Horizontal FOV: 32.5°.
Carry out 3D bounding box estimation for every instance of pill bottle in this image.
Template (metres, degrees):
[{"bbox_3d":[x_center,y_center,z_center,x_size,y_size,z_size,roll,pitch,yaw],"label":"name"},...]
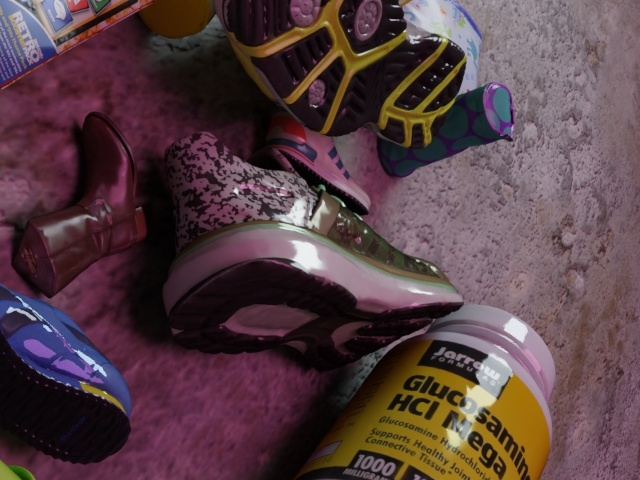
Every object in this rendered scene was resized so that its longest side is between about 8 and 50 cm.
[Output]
[{"bbox_3d":[0.100,0.203,0.999,0.334,0.187,0.188,-48,124,-49],"label":"pill bottle"}]

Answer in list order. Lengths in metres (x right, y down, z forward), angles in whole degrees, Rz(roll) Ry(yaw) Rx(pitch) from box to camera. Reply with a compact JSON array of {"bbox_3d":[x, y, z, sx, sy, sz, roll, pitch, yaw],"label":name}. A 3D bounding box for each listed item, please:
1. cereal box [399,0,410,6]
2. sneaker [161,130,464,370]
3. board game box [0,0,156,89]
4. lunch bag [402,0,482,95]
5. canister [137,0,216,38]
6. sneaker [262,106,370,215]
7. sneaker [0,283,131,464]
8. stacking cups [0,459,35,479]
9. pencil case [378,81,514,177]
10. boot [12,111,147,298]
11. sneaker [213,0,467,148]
[{"bbox_3d":[0.033,-0.363,1.121,0.240,0.047,0.173,51,38,-15],"label":"cereal box"},{"bbox_3d":[0.000,0.000,0.962,0.410,0.158,0.182,22,46,-62],"label":"sneaker"},{"bbox_3d":[-0.202,-0.197,0.738,0.193,0.045,0.147,-49,124,-53],"label":"board game box"},{"bbox_3d":[0.114,-0.211,1.235,0.151,0.096,0.129,43,48,-53],"label":"lunch bag"},{"bbox_3d":[-0.103,-0.260,0.898,0.126,0.073,0.170,62,37,-32],"label":"canister"},{"bbox_3d":[0.004,-0.078,1.050,0.161,0.057,0.075,34,60,-49],"label":"sneaker"},{"bbox_3d":[-0.201,0.059,0.675,0.209,0.069,0.082,43,14,-35],"label":"sneaker"},{"bbox_3d":[-0.239,0.103,0.561,0.316,0.096,0.096,56,39,-34],"label":"stacking cups"},{"bbox_3d":[0.138,-0.118,1.198,0.070,0.151,0.065,30,53,-42],"label":"pencil case"},{"bbox_3d":[-0.173,-0.026,0.761,0.114,0.037,0.107,-34,110,-52],"label":"boot"},{"bbox_3d":[-0.003,-0.172,0.972,0.145,0.147,0.384,-64,154,2],"label":"sneaker"}]
